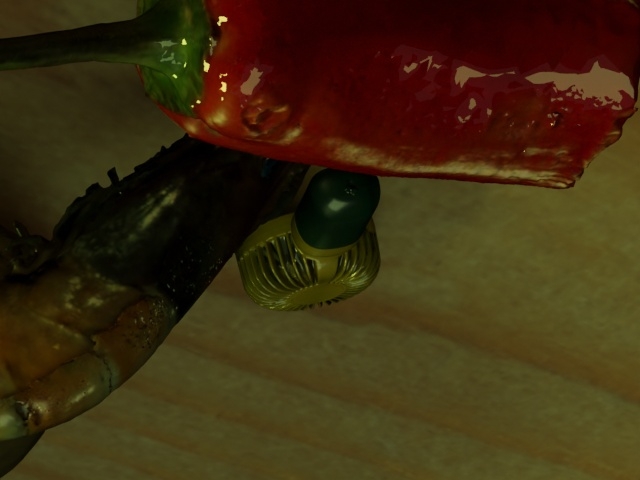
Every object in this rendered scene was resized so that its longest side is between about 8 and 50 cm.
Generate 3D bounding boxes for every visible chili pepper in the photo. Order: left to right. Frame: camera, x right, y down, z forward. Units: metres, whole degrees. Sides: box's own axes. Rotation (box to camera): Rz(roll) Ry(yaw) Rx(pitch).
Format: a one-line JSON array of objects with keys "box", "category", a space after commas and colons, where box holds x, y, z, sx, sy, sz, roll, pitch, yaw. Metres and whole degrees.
[{"box": [-0.020, -0.102, 0.860, 0.338, 0.131, 0.134, 1, 153, -17], "category": "chili pepper"}]

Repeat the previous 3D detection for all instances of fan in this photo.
[{"box": [0.000, 0.000, 0.985, 0.082, 0.039, 0.155, -8, 161, -13], "category": "fan"}]

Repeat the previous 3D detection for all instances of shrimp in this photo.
[{"box": [-0.140, -0.028, 0.911, 0.290, 0.222, 0.054, -39, 155, -27], "category": "shrimp"}]

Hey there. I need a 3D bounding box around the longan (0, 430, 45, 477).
[{"box": [-0.242, 0.066, 0.981, 0.204, 0.159, 0.185, -27, 128, 32], "category": "longan"}]
